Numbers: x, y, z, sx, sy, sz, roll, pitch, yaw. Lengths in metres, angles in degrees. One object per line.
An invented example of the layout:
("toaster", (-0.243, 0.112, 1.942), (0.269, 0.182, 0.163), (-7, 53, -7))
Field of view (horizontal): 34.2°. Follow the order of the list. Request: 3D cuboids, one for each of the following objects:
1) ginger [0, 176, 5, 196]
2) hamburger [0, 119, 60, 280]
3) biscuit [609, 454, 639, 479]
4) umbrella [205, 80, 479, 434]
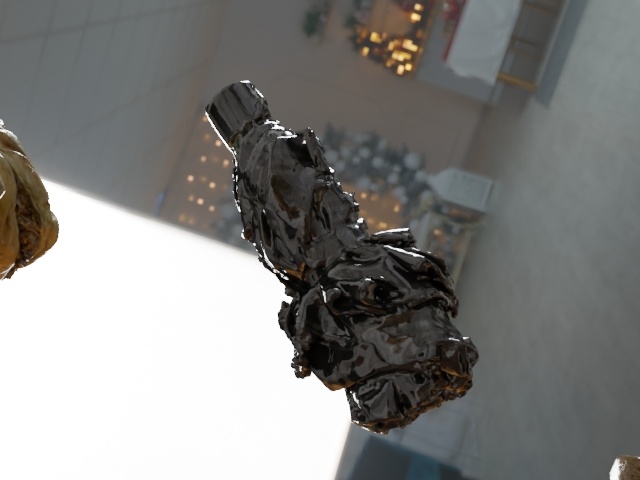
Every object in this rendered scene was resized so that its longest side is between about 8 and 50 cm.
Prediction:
("ginger", (-0.319, 0.011, 0.759), (0.149, 0.259, 0.065), (45, -156, -49))
("hamburger", (-0.421, -0.050, 1.290), (0.108, 0.214, 0.214), (-25, -37, -46))
("biscuit", (0.376, 0.222, 0.700), (0.432, 0.283, 0.064), (2, 69, 55))
("umbrella", (0.009, -0.005, 0.866), (0.154, 0.336, 0.128), (-30, -14, 29))
